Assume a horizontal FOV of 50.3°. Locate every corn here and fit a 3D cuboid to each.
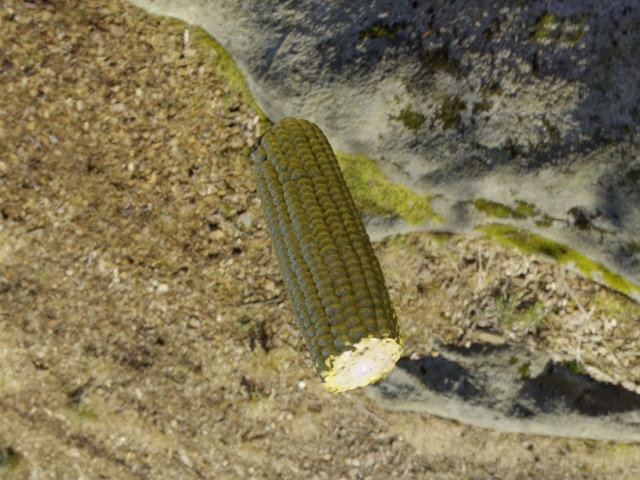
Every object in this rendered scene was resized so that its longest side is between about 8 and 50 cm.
[{"bbox_3d":[0.000,0.000,0.568,0.081,0.249,0.081,-14,148,-9],"label":"corn"}]
